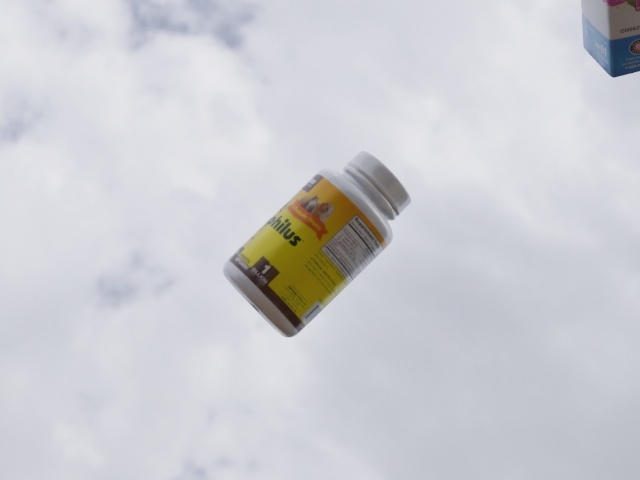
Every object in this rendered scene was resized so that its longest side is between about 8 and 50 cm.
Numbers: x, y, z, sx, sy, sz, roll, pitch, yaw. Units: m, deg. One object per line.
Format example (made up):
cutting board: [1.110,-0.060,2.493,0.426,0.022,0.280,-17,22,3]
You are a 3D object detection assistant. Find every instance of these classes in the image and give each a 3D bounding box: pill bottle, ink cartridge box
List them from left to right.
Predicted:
pill bottle: [0.000,0.000,1.461,0.215,0.117,0.117,-44,-53,-6]
ink cartridge box: [0.214,-0.176,0.813,0.088,0.052,0.122,-14,-56,-3]
